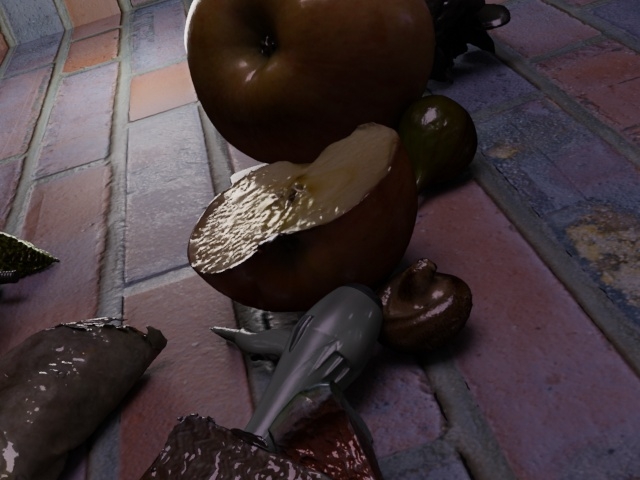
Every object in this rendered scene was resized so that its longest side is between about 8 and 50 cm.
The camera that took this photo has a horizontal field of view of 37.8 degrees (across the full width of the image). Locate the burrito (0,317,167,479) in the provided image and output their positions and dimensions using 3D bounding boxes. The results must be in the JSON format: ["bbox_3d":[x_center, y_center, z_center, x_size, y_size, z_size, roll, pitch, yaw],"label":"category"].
[{"bbox_3d":[-0.333,0.202,1.053,0.175,0.107,0.348,11,39,20],"label":"burrito"}]

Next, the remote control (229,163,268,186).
[{"bbox_3d":[-0.094,-0.074,1.487,0.087,0.029,0.190,-18,28,-2],"label":"remote control"}]

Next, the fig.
[{"bbox_3d":[0.142,-0.107,1.352,0.124,0.124,0.236,8,53,38],"label":"fig"}]

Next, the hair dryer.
[{"bbox_3d":[-0.066,0.161,1.025,0.267,0.092,0.229,-19,31,39],"label":"hair dryer"}]

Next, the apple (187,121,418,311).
[{"bbox_3d":[0.000,0.000,1.163,0.292,0.163,0.251,-20,30,26],"label":"apple"}]

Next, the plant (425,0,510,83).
[{"bbox_3d":[0.204,-0.395,1.739,0.275,0.189,0.199,-3,19,-15],"label":"plant"}]

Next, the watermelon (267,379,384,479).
[{"bbox_3d":[0.014,0.224,0.884,0.097,0.121,0.158,-32,73,3],"label":"watermelon"}]

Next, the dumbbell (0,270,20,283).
[{"bbox_3d":[-0.570,0.063,1.444,0.253,0.082,0.082,-5,30,22],"label":"dumbbell"}]

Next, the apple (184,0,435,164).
[{"bbox_3d":[-0.019,-0.294,1.451,0.391,0.392,0.346,4,4,33],"label":"apple"}]

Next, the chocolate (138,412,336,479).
[{"bbox_3d":[-0.072,0.252,0.806,0.214,0.093,0.148,20,61,36],"label":"chocolate"}]

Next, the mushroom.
[{"bbox_3d":[0.112,0.076,1.050,0.126,0.085,0.109,25,93,55],"label":"mushroom"}]

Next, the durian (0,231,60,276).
[{"bbox_3d":[-0.525,0.022,1.528,0.215,0.086,0.100,10,4,35],"label":"durian"}]
